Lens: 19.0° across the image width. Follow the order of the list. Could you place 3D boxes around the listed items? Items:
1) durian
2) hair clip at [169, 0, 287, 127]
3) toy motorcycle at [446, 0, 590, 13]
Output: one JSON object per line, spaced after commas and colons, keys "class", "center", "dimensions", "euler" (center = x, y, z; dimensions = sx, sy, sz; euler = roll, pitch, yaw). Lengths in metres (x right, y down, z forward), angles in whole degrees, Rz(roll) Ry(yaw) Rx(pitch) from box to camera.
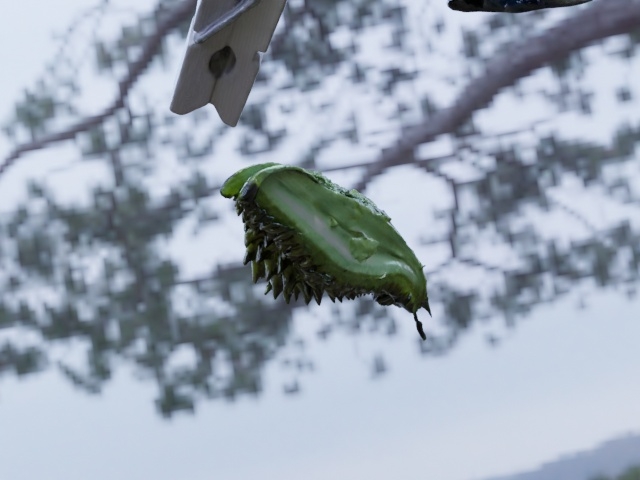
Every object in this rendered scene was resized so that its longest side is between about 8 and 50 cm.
{"class": "durian", "center": [0.004, 0.005, 1.849], "dimensions": [0.106, 0.132, 0.375], "euler": [17, -10, 37]}
{"class": "hair clip", "center": [-0.083, -0.266, 2.056], "dimensions": [0.101, 0.085, 0.331], "euler": [14, -51, -11]}
{"class": "toy motorcycle", "center": [0.234, -0.328, 2.028], "dimensions": [0.416, 0.172, 0.232], "euler": [-11, 12, -31]}
